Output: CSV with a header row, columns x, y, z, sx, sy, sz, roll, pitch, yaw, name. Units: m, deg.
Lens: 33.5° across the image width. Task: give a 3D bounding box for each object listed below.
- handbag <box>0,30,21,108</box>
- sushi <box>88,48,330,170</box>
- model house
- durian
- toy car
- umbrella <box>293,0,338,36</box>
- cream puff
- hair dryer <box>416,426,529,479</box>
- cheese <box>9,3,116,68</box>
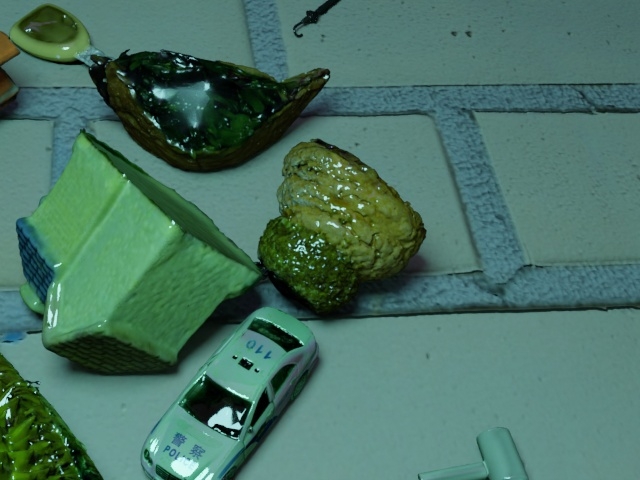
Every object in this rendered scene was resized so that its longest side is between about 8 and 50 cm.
x,y,z,sx,sy,sz,roll,pitch,yaw,name
-0.588,-0.240,1.225,0.410,0.116,0.303,37,55,12,handbag
-0.132,-0.160,1.279,0.287,0.140,0.149,4,42,-5,sushi
-0.209,0.027,1.101,0.189,0.195,0.214,-50,57,1,model house
-0.272,0.189,0.952,0.106,0.132,0.375,-27,42,-21,durian
-0.087,0.155,1.058,0.090,0.076,0.224,29,51,13,toy car
0.002,-0.336,1.537,0.022,0.022,0.149,55,50,-18,umbrella
0.000,0.000,1.171,0.183,0.183,0.169,36,81,20,cream puff
0.140,0.229,1.064,0.124,0.038,0.063,-9,50,-8,hair dryer
-0.326,-0.254,1.399,0.162,0.036,0.086,32,53,18,cheese
